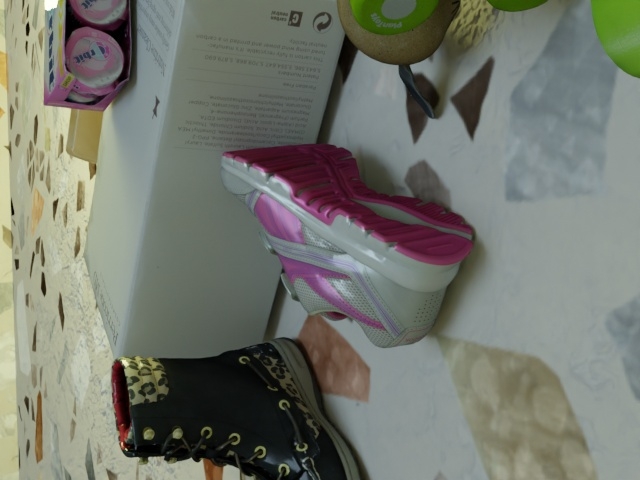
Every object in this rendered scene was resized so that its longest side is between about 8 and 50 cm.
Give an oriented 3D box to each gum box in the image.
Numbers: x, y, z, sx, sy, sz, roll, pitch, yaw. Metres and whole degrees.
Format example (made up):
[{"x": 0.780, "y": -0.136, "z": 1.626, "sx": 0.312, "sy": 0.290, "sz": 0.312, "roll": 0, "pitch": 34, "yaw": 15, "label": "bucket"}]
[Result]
[{"x": -0.223, "y": -0.219, "z": 0.823, "sx": 0.107, "sy": 0.062, "sz": 0.188, "roll": -18, "pitch": 72, "yaw": 63, "label": "gum box"}]

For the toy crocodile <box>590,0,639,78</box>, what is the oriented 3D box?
[{"x": 0.160, "y": -0.240, "z": 0.403, "sx": 0.115, "sy": 0.105, "sz": 0.341, "roll": 126, "pitch": 145, "yaw": -77, "label": "toy crocodile"}]

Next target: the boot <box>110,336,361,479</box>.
[{"x": -0.074, "y": 0.183, "z": 0.736, "sx": 0.236, "sy": 0.178, "sz": 0.085, "roll": 63, "pitch": 141, "yaw": 41, "label": "boot"}]

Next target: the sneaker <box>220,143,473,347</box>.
[{"x": 0.000, "y": 0.000, "z": 0.666, "sx": 0.252, "sy": 0.103, "sz": 0.111, "roll": 37, "pitch": 127, "yaw": 45, "label": "sneaker"}]

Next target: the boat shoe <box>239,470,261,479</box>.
[{"x": -0.050, "y": 0.254, "z": 0.835, "sx": 0.045, "sy": 0.050, "sz": 0.135, "roll": 117, "pitch": 152, "yaw": -44, "label": "boat shoe"}]

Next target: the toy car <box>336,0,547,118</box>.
[{"x": 0.069, "y": -0.170, "z": 0.580, "sx": 0.188, "sy": 0.149, "sz": 0.155, "roll": 82, "pitch": 176, "yaw": -62, "label": "toy car"}]

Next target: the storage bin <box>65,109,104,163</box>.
[{"x": -0.220, "y": -0.146, "z": 1.072, "sx": 0.262, "sy": 0.123, "sz": 0.260, "roll": 52, "pitch": 133, "yaw": 49, "label": "storage bin"}]

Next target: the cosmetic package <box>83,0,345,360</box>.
[{"x": -0.120, "y": -0.090, "z": 0.848, "sx": 0.217, "sy": 0.156, "sz": 0.385, "roll": 52, "pitch": 132, "yaw": 52, "label": "cosmetic package"}]
